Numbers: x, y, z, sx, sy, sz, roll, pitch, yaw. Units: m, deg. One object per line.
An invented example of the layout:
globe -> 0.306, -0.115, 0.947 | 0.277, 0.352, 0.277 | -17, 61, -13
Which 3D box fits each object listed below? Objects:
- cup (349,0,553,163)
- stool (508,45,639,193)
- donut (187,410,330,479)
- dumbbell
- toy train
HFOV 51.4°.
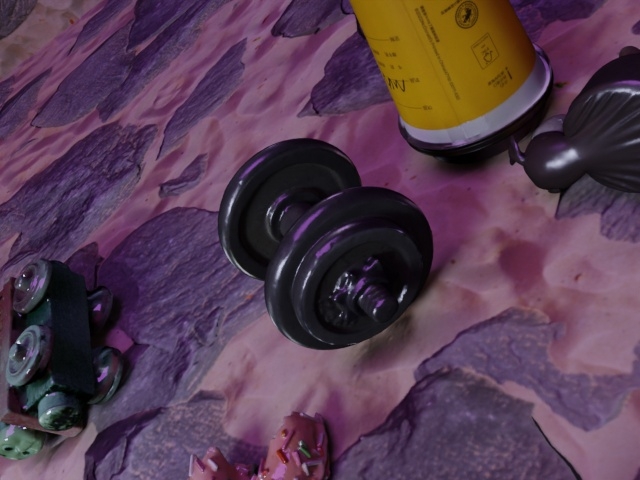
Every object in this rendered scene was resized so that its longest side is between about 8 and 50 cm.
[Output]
cup -> 0.139, -0.235, 0.764 | 0.197, 0.279, 0.196 | -24, 39, 21
stool -> 0.294, -0.113, 0.664 | 0.217, 0.125, 0.121 | -20, 25, 50
donut -> -0.063, 0.250, 0.674 | 0.166, 0.065, 0.117 | -35, 41, 12
dumbbell -> 0.000, 0.000, 0.739 | 0.192, 0.192, 0.290 | -44, 41, 0
toy train -> -0.412, 0.172, 0.968 | 0.221, 0.150, 0.304 | -43, 41, 16
